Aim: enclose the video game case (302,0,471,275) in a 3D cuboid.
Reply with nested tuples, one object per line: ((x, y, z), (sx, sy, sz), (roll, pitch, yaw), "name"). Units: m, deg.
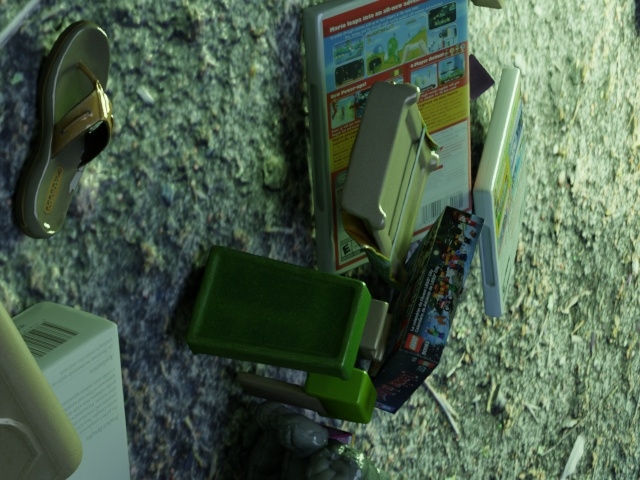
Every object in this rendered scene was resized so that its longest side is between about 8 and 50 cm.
((0.072, -0.123, 1.991), (0.204, 0.025, 0.285), (-23, 123, -34), "video game case")

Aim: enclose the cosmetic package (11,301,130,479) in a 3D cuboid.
((-0.222, 0.180, 1.616), (0.117, 0.085, 0.231), (-33, 131, -49), "cosmetic package")

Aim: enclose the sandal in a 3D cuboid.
((-0.196, -0.086, 1.584), (0.072, 0.049, 0.180), (17, 87, -60), "sandal")

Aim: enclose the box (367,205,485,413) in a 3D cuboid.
((0.101, 0.075, 2.026), (0.233, 0.044, 0.159), (117, -7, -70), "box")

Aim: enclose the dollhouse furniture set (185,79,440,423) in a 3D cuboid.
((0.000, 0.000, 1.896), (0.197, 0.151, 0.301), (65, 39, -68), "dollhouse furniture set")

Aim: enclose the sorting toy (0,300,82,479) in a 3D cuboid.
((-0.290, 0.186, 1.479), (0.229, 0.041, 0.307), (-37, 131, -17), "sorting toy")

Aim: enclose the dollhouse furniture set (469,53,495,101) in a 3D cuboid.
((0.107, -0.161, 2.105), (0.114, 0.091, 0.081), (-39, 180, -16), "dollhouse furniture set")

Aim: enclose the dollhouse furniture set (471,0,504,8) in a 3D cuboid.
((0.251, -0.332, 2.156), (0.129, 0.129, 0.183), (44, 63, -56), "dollhouse furniture set")

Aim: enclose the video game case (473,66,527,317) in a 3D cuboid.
((0.204, -0.055, 2.220), (0.212, 0.023, 0.193), (-72, 161, -43), "video game case")

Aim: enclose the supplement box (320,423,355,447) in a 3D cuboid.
((-0.005, 0.222, 2.035), (0.083, 0.043, 0.055), (6, 97, -61), "supplement box")

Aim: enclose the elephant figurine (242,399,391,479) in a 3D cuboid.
((-0.056, 0.287, 1.901), (0.239, 0.186, 0.169), (-60, -179, -8), "elephant figurine")
